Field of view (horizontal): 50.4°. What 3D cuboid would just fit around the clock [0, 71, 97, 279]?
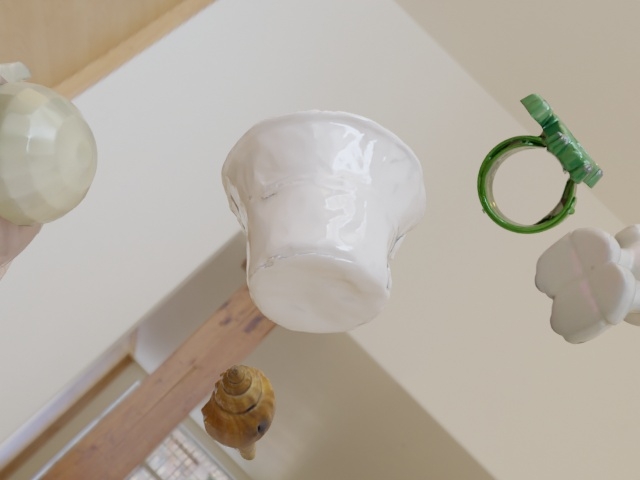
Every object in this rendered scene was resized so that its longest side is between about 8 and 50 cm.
[{"bbox_3d":[-0.434,-0.095,0.729,0.326,0.342,0.184,-38,-145,46],"label":"clock"}]

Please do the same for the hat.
[{"bbox_3d":[0.000,0.000,0.588,0.203,0.203,0.126,-48,-153,43],"label":"hat"}]

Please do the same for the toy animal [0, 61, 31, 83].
[{"bbox_3d":[-0.649,-0.170,1.318,0.188,0.308,0.266,-16,-165,5],"label":"toy animal"}]

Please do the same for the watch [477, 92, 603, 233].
[{"bbox_3d":[0.284,-0.095,0.927,0.152,0.165,0.131,-41,169,22],"label":"watch"}]

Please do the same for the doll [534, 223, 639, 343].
[{"bbox_3d":[0.321,0.071,0.574,0.271,0.208,0.144,-12,157,-32],"label":"doll"}]

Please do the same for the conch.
[{"bbox_3d":[-0.117,0.285,1.060,0.109,0.093,0.330,-38,145,-29],"label":"conch"}]
